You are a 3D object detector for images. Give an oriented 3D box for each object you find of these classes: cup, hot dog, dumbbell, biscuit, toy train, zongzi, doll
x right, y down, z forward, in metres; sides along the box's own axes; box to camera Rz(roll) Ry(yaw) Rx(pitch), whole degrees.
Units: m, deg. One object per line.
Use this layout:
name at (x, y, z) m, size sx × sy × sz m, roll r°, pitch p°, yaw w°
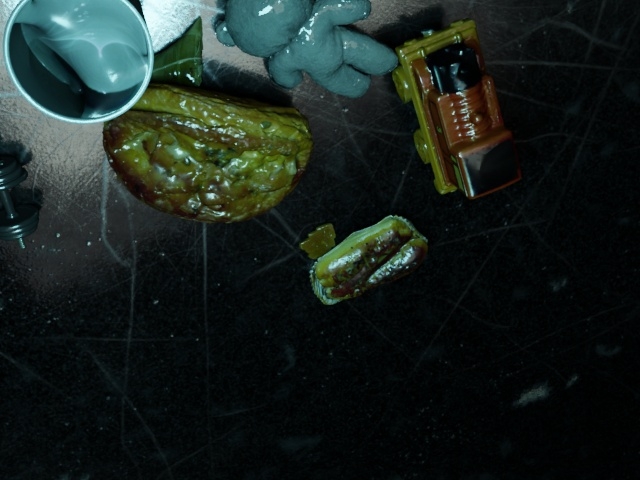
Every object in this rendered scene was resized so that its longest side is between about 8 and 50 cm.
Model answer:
cup at (-0.374, -0.326, 1.212) m, size 0.206 × 0.312 × 0.205 m, roll -6°, pitch 116°, yaw -12°
hot dog at (-0.204, -0.167, 1.411) m, size 0.388 × 0.174 × 0.267 m, roll 7°, pitch 131°, yaw -17°
dumbbell at (-0.578, -0.077, 1.405) m, size 0.099 × 0.099 × 0.208 m, roll -12°, pitch 119°, yaw -9°
biscuit at (0.000, 0.000, 1.641) m, size 0.082 × 0.016 × 0.092 m, roll 18°, pitch 110°, yaw -22°
toy train at (0.273, -0.231, 1.476) m, size 0.163 × 0.231 × 0.369 m, roll -23°, pitch 118°, yaw -4°
zongzi at (-0.289, -0.342, 1.390) m, size 0.154 × 0.062 × 0.130 m, roll 1°, pitch 95°, yaw 2°
hot dog at (0.103, 0.045, 1.647) m, size 0.270 × 0.082 × 0.162 m, roll -29°, pitch 130°, yaw 2°
doll at (-0.025, -0.382, 1.393) m, size 0.341 × 0.158 × 0.246 m, roll 12°, pitch 145°, yaw -33°
